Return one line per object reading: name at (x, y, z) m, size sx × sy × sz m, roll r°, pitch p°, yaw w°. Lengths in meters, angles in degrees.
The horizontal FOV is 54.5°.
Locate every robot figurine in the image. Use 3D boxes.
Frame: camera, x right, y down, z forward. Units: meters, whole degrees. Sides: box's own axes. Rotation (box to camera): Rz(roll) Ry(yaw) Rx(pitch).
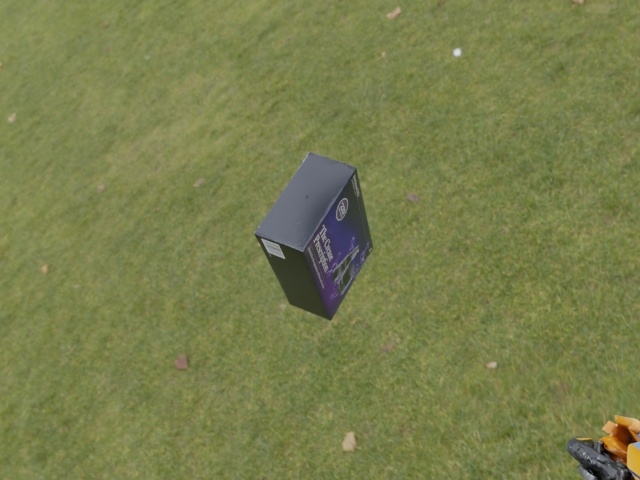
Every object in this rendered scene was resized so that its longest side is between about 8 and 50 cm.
robot figurine at (0.373, 0.256, 0.614) m, size 0.211 × 0.291 × 0.085 m, roll 25°, pitch 91°, yaw 2°

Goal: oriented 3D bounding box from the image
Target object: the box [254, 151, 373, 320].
box at (0.000, 0.000, 1.116) m, size 0.103 × 0.261 × 0.184 m, roll 19°, pitch 64°, yaw 22°
